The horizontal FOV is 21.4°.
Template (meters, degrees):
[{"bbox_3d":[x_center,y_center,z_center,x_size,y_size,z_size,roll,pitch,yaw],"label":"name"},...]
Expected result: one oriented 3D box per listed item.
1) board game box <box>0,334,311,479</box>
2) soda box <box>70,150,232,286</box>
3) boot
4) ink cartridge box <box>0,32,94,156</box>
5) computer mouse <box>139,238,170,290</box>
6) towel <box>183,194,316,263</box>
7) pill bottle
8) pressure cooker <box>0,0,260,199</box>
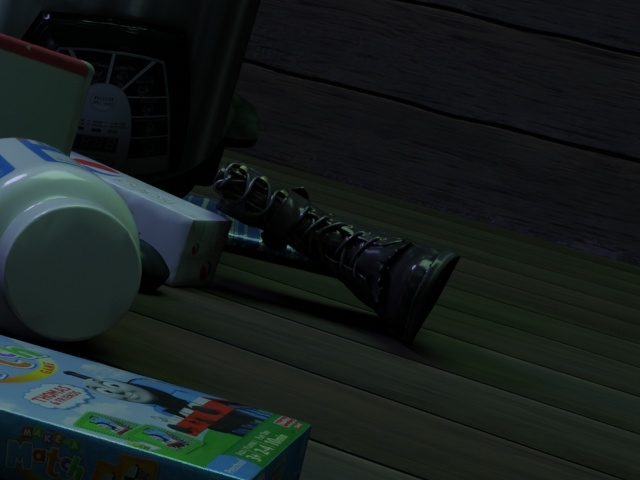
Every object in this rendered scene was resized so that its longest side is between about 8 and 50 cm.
[{"bbox_3d":[-0.123,0.096,0.879,0.211,0.039,0.160,14,6,9],"label":"board game box"},{"bbox_3d":[-0.196,-0.026,1.613,0.216,0.069,0.074,23,9,26],"label":"soda box"},{"bbox_3d":[0.000,0.000,1.578,0.229,0.091,0.263,31,-6,-6],"label":"boot"},{"bbox_3d":[-0.423,-0.126,1.459,0.279,0.160,0.385,15,-1,-39],"label":"ink cartridge box"},{"bbox_3d":[-0.239,-0.009,1.523,0.242,0.041,0.071,19,13,21],"label":"computer mouse"},{"bbox_3d":[-0.048,0.001,2.017,0.336,0.040,0.243,12,8,-4],"label":"towel"},{"bbox_3d":[-0.197,0.001,1.186,0.124,0.124,0.221,12,7,-21],"label":"pill bottle"},{"bbox_3d":[-0.258,-0.220,1.858,0.370,0.420,0.375,35,37,21],"label":"pressure cooker"}]
